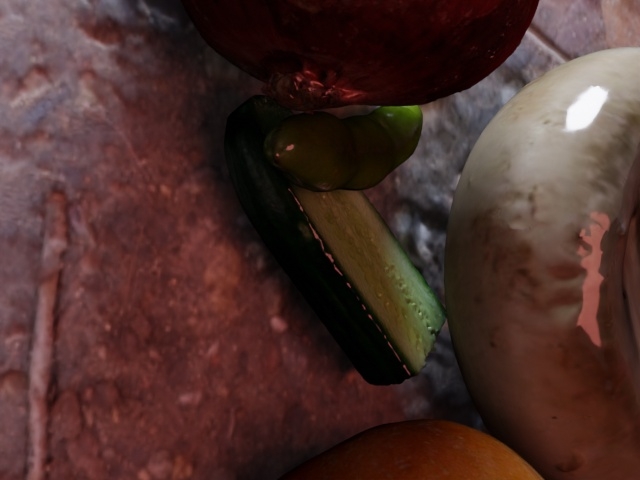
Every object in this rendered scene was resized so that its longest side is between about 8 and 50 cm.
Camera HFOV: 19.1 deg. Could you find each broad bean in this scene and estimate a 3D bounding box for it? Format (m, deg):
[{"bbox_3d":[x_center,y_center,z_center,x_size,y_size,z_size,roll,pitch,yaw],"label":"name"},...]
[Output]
[{"bbox_3d":[0.022,-0.067,1.356,0.254,0.046,0.065,-22,100,-64],"label":"broad bean"}]

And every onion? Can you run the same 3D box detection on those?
[{"bbox_3d":[0.022,-0.200,1.273,0.276,0.276,0.276,1,89,-38],"label":"onion"}]

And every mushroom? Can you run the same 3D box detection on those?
[{"bbox_3d":[0.269,0.030,1.444,0.362,0.294,0.362,2,87,-40],"label":"mushroom"}]

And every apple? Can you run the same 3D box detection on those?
[{"bbox_3d":[0.060,0.237,1.323,0.253,0.253,0.254,1,89,-38],"label":"apple"}]

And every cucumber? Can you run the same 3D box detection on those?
[{"bbox_3d":[0.000,0.000,1.377,0.244,0.063,0.115,57,25,-20],"label":"cucumber"}]
